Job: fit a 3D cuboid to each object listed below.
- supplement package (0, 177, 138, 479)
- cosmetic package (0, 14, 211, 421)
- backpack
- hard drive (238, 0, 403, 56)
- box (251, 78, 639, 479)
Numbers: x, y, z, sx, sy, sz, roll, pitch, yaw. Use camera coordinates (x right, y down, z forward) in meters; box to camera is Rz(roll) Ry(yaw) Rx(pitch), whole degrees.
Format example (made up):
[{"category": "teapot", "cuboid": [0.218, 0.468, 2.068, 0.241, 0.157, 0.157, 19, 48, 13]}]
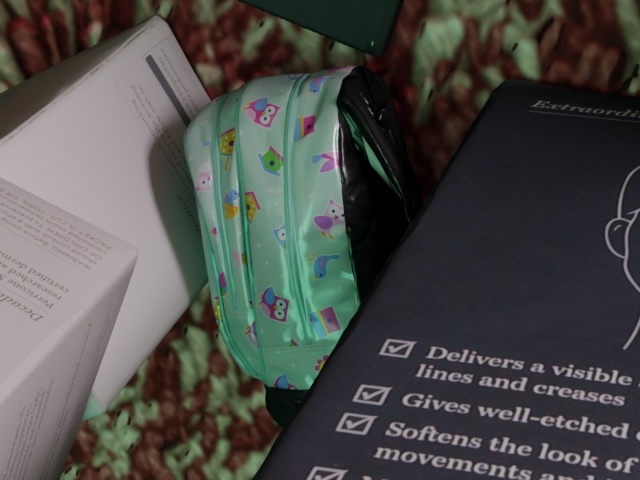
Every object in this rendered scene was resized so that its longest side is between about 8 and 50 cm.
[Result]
[{"category": "supplement package", "cuboid": [-0.224, 0.095, 0.508, 0.175, 0.293, 0.177, 27, 122, 5]}, {"category": "cosmetic package", "cuboid": [-0.184, 0.011, 0.759, 0.224, 0.224, 0.138, -20, 108, 30]}, {"category": "backpack", "cuboid": [0.000, 0.000, 0.731, 0.115, 0.152, 0.182, -9, 101, 11]}, {"category": "hard drive", "cuboid": [0.009, -0.171, 0.705, 0.094, 0.022, 0.135, 24, 123, 8]}, {"category": "box", "cuboid": [0.169, 0.110, 0.570, 0.294, 0.395, 0.212, 7, 120, 19]}]
